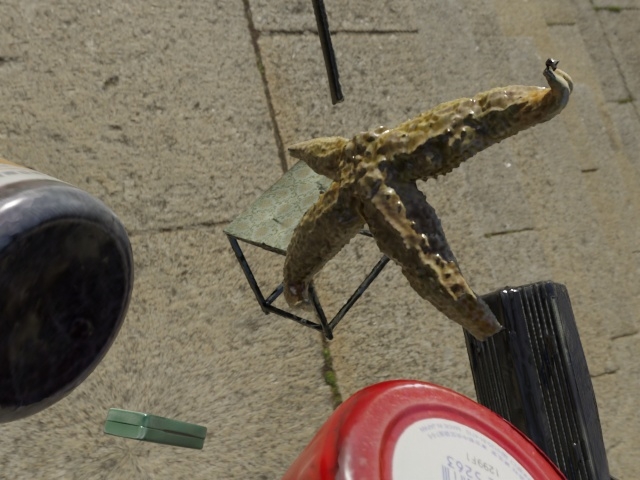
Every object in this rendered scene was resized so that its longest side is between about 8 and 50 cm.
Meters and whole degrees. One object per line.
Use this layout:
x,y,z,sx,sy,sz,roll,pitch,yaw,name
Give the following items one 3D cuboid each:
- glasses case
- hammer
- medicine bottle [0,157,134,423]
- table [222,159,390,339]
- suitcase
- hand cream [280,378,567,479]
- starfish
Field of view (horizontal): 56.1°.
-0.260,0.305,0.966,0.077,0.184,0.040,1,68,22,glasses case
0.001,-0.385,1.051,0.027,0.125,0.298,-16,92,-41,hammer
-0.287,0.005,0.436,0.273,0.165,0.165,20,63,23,medicine bottle
0.000,0.000,1.401,0.335,0.222,0.272,-46,133,-31,table
0.329,0.230,0.889,0.152,0.229,0.335,-14,79,24,suitcase
0.067,0.215,0.387,0.230,0.149,0.230,26,27,-14,hand cream
0.107,-0.032,0.788,0.082,0.431,0.324,-1,89,-56,starfish
